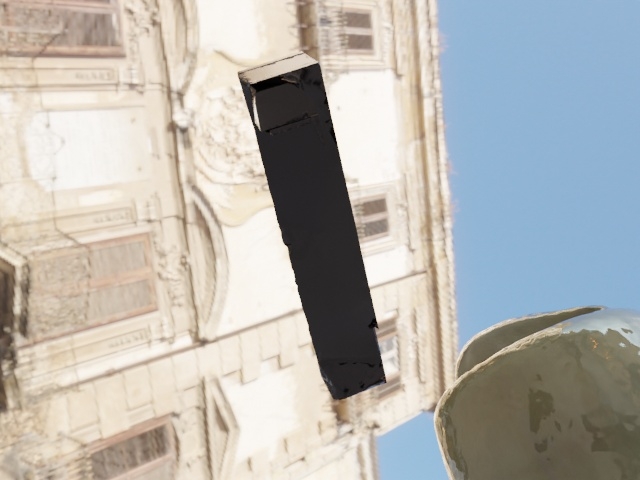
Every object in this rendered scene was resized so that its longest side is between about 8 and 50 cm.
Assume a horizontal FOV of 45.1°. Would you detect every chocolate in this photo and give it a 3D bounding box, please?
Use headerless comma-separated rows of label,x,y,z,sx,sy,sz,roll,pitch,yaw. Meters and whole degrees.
chocolate,0.293,0.209,0.829,0.326,0.314,0.297,-13,-114,3

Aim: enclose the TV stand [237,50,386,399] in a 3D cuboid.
TV stand,0.000,0.000,0.547,0.040,0.049,0.256,-128,-158,-61
